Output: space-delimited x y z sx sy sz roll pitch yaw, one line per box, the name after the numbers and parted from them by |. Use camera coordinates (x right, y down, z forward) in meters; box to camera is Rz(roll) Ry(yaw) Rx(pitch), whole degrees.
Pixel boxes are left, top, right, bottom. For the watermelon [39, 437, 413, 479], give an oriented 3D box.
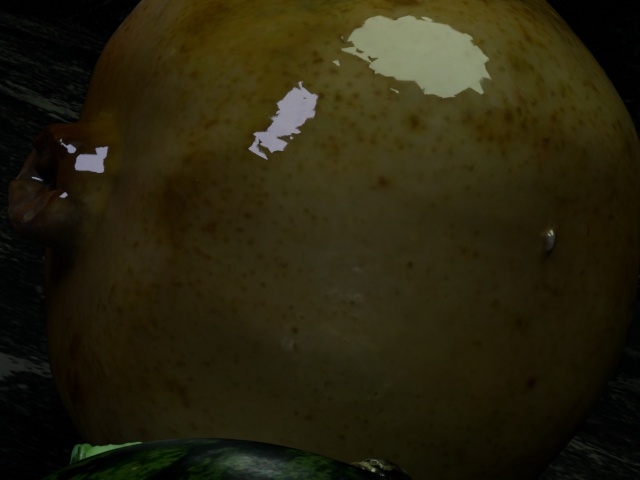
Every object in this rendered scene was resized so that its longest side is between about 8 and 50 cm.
-0.027 0.192 0.657 0.269 0.269 0.269 19 13 -4 | watermelon

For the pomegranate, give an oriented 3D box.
0.000 0.000 1.186 0.416 0.417 0.417 19 13 -4 | pomegranate

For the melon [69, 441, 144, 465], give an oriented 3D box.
0.015 0.198 0.972 0.323 0.124 0.196 16 11 12 | melon
